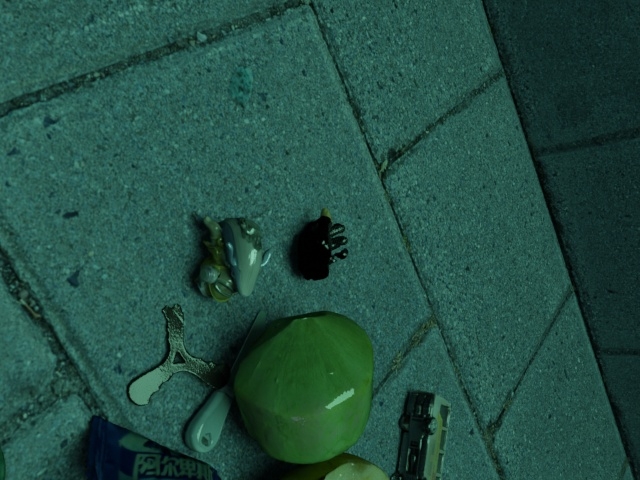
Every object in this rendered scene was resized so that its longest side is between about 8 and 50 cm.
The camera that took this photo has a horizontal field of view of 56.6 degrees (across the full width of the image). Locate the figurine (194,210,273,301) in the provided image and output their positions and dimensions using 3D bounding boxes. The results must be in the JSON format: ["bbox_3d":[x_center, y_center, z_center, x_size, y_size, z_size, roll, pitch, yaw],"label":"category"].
[{"bbox_3d":[-0.187,0.029,1.207,0.128,0.184,0.208,12,39,-48],"label":"figurine"}]

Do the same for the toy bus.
[{"bbox_3d":[0.282,0.597,1.638,0.138,0.097,0.342,31,64,-42],"label":"toy bus"}]

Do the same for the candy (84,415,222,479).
[{"bbox_3d":[-0.276,0.433,1.052,0.077,0.187,0.331,-47,122,7],"label":"candy"}]

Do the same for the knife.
[{"bbox_3d":[-0.178,0.294,1.250,0.080,0.044,0.331,56,46,-31],"label":"knife"}]

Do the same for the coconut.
[{"bbox_3d":[-0.026,0.281,1.211,0.328,0.281,0.328,-29,131,-39],"label":"coconut"}]

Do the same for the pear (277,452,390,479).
[{"bbox_3d":[-0.014,0.612,1.262,0.386,0.191,0.340,37,68,-37],"label":"pear"}]

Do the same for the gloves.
[{"bbox_3d":[-0.002,0.002,1.440,0.129,0.106,0.180,60,20,-24],"label":"gloves"}]

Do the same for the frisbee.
[{"bbox_3d":[-0.275,0.216,1.160,0.211,0.012,0.187,2,76,-36],"label":"frisbee"}]

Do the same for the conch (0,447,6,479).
[{"bbox_3d":[-0.533,0.327,0.812,0.196,0.134,0.202,-33,122,0],"label":"conch"}]
